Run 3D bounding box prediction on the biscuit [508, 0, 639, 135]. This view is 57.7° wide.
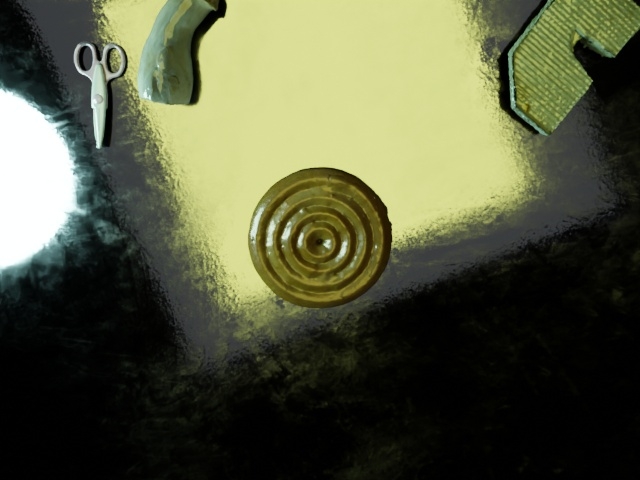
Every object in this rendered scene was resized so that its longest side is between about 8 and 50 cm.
[{"bbox_3d":[0.402,-0.311,0.953,0.147,0.046,0.250,35,99,-8],"label":"biscuit"}]

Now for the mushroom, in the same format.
[{"bbox_3d":[-0.231,-0.328,0.939,0.092,0.081,0.224,24,100,14],"label":"mushroom"}]

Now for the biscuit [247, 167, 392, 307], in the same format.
[{"bbox_3d":[0.000,0.000,1.028,0.261,0.037,0.262,0,102,1],"label":"biscuit"}]

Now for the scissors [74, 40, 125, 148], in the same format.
[{"bbox_3d":[-0.375,-0.245,0.985,0.085,0.022,0.176,4,99,-4],"label":"scissors"}]
